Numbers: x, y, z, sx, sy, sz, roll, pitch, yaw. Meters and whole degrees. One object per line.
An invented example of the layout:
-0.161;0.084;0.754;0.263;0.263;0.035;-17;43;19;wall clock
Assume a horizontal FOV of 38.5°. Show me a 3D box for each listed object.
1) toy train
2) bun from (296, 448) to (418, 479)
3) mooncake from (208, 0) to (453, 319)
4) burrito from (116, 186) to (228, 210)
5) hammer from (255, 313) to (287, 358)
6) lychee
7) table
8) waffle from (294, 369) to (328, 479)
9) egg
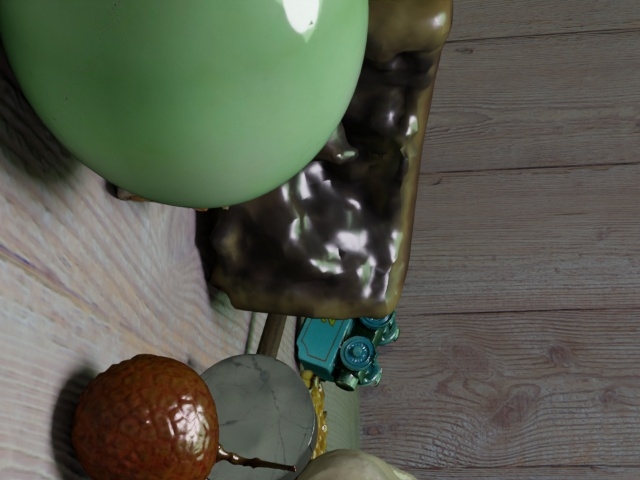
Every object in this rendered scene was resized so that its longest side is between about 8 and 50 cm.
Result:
0.049;0.170;1.683;0.112;0.163;0.203;76;36;-60;toy train
0.062;0.490;1.339;0.360;0.211;0.360;5;90;-66;bun
0.004;-0.109;1.007;0.393;0.246;0.394;54;47;-78;mooncake
-0.117;-0.171;0.780;0.143;0.105;0.299;101;-13;-78;burrito
-0.062;0.122;1.239;0.043;0.111;0.365;39;39;-21;hammer
-0.113;0.140;0.648;0.101;0.114;0.140;-47;136;-12;lychee
-0.070;0.182;0.905;0.043;0.133;0.133;79;11;-62;table
-0.027;0.371;1.525;0.301;0.058;0.281;-79;164;-57;waffle
-0.080;-0.136;0.565;0.270;0.220;0.220;75;15;-63;egg
